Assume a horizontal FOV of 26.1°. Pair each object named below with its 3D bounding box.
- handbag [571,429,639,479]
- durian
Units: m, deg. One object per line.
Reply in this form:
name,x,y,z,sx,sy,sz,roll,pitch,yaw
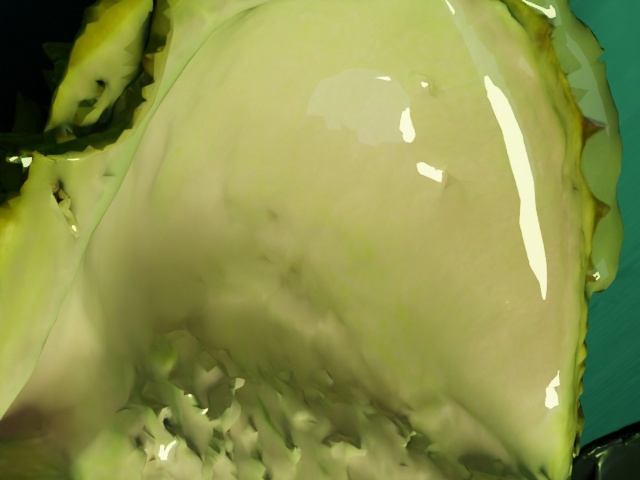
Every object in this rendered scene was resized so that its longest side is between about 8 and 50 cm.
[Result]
handbag,0.347,0.254,1.301,0.303,0.122,0.329,-15,156,-20
durian,-0.006,-0.009,0.408,0.305,0.185,0.196,4,118,-36
